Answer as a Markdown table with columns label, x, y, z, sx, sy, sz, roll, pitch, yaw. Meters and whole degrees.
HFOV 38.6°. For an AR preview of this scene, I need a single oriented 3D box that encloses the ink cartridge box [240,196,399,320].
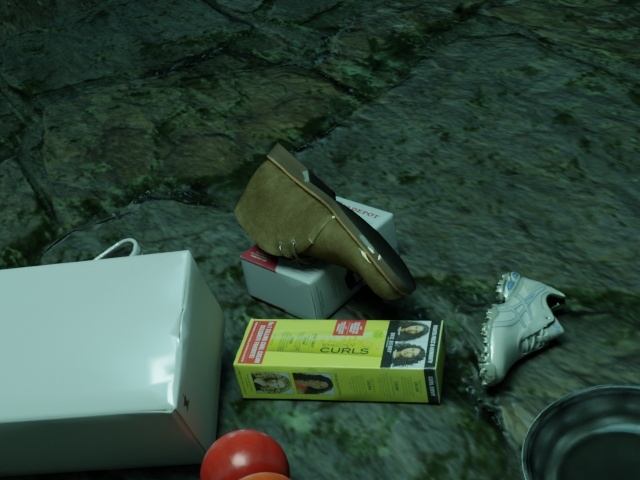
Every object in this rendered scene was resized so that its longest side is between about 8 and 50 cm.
| label | x | y | z | sx | sy | sz | roll | pitch | yaw |
| --- | --- | --- | --- | --- | --- | --- | --- | --- | --- |
| ink cartridge box | 0.001 | 0.019 | 1.213 | 0.127 | 0.072 | 0.175 | 19 | 45 | 37 |

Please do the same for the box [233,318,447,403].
| label | x | y | z | sx | sy | sz | roll | pitch | yaw |
| --- | --- | --- | --- | --- | --- | --- | --- | --- | --- |
| box | 0.024 | 0.136 | 1.047 | 0.232 | 0.058 | 0.087 | -1 | 36 | 16 |

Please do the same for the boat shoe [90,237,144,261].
| label | x | y | z | sx | sy | sz | roll | pitch | yaw |
| --- | --- | --- | --- | --- | --- | --- | --- | --- | --- |
| boat shoe | -0.330 | 0.090 | 1.194 | 0.096 | 0.088 | 0.267 | 23 | 47 | 40 |

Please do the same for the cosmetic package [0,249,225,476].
| label | x | y | z | sx | sy | sz | roll | pitch | yaw |
| --- | --- | --- | --- | --- | --- | --- | --- | --- | --- |
| cosmetic package | -0.303 | 0.143 | 1.009 | 0.366 | 0.155 | 0.196 | -4 | 54 | 9 |

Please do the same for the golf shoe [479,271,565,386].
| label | x | y | z | sx | sy | sz | roll | pitch | yaw |
| --- | --- | --- | --- | --- | --- | --- | --- | --- | --- |
| golf shoe | 0.231 | 0.100 | 1.035 | 0.086 | 0.069 | 0.176 | 11 | 40 | 20 |

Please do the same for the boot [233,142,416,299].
| label | x | y | z | sx | sy | sz | roll | pitch | yaw |
| --- | --- | --- | --- | --- | --- | --- | --- | --- | --- |
| boot | 0.000 | 0.000 | 1.119 | 0.115 | 0.112 | 0.305 | -48 | 46 | 1 |

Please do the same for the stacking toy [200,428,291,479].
| label | x | y | z | sx | sy | sz | roll | pitch | yaw |
| --- | --- | --- | --- | --- | --- | --- | --- | --- | --- |
| stacking toy | -0.035 | 0.281 | 0.802 | 0.141 | 0.141 | 0.330 | -17 | 30 | -9 |

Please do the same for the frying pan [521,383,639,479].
| label | x | y | z | sx | sy | sz | roll | pitch | yaw |
| --- | --- | --- | --- | --- | --- | --- | --- | --- | --- |
| frying pan | 0.286 | 0.252 | 0.806 | 0.197 | 0.053 | 0.326 | -6 | 36 | 9 |
